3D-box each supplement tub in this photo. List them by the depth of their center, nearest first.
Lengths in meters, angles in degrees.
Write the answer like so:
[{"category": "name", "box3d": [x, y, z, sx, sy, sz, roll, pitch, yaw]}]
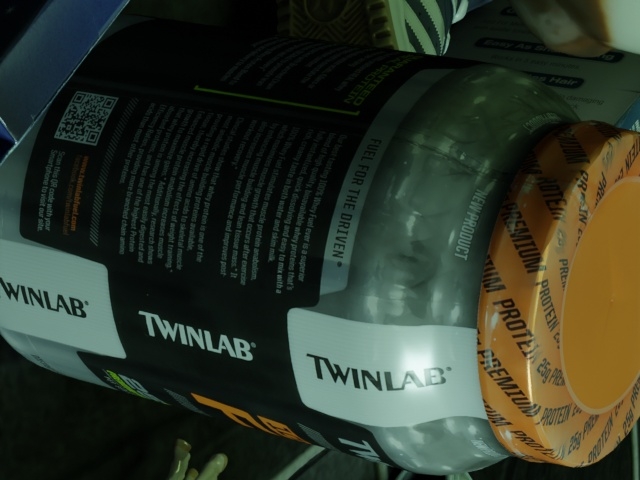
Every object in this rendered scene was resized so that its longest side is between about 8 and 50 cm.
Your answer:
[{"category": "supplement tub", "box3d": [0.000, 0.000, 0.920, 0.193, 0.316, 0.193, -22, 117, -51]}]

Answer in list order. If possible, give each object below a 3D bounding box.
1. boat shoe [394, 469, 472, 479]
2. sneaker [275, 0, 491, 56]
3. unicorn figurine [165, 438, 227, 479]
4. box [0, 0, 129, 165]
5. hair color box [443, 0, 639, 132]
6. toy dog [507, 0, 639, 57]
[{"category": "boat shoe", "box3d": [0.040, 0.233, 1.277, 0.227, 0.079, 0.081, -57, 132, -37]}, {"category": "sneaker", "box3d": [0.039, -0.103, 1.111, 0.153, 0.099, 0.282, 13, 73, -58]}, {"category": "unicorn figurine", "box3d": [-0.090, 0.169, 1.068, 0.111, 0.060, 0.162, -64, 144, -22]}, {"category": "box", "box3d": [-0.142, -0.106, 0.836, 0.225, 0.136, 0.036, -58, 132, -29]}, {"category": "hair color box", "box3d": [0.126, -0.050, 1.220, 0.347, 0.174, 0.105, -46, 134, -39]}, {"category": "toy dog", "box3d": [0.241, -0.279, 1.169, 0.408, 0.284, 0.395, -58, 138, -40]}]
